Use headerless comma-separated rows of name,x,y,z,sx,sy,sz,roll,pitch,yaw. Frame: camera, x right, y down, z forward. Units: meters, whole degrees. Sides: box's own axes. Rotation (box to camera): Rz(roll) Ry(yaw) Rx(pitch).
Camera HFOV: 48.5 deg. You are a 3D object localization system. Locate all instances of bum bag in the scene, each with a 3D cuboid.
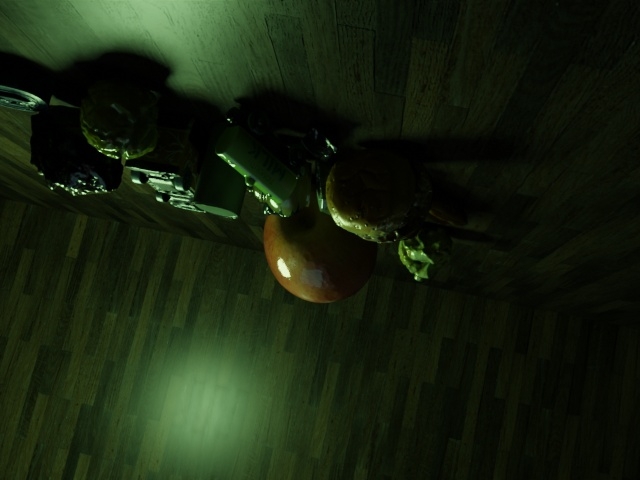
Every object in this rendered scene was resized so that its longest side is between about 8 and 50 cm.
bum bag,0.000,-0.235,1.710,0.087,0.049,0.198,35,171,-4

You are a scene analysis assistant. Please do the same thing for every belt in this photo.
belt,-0.756,-0.376,1.746,0.190,0.082,0.141,11,165,1

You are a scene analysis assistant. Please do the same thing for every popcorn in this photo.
popcorn,0.355,0.026,2.426,0.185,0.167,0.187,36,134,2
popcorn,-0.457,-0.277,1.656,0.198,0.198,0.212,7,176,27

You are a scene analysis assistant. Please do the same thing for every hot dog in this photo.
hot dog,0.323,-0.096,2.009,0.115,0.072,0.269,3,168,40

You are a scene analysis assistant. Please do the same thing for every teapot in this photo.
teapot,-0.115,-0.164,1.888,0.183,0.173,0.269,4,138,-3

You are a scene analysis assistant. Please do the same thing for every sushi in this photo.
sushi,-0.625,-0.233,1.827,0.211,0.171,0.350,-1,-154,-37

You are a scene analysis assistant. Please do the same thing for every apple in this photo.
apple,0.000,0.000,2.162,0.364,0.364,0.364,12,170,2

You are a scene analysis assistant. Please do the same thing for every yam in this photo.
yam,0.094,-0.126,1.896,0.254,0.154,0.154,15,170,-7

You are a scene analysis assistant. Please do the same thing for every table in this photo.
table,-0.242,-0.178,1.816,0.126,0.220,0.126,12,170,2

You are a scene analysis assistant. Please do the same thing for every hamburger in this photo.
hamburger,0.142,-0.110,1.719,0.244,0.244,0.163,4,164,39

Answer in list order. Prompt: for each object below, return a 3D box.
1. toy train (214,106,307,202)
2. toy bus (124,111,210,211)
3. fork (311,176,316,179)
toy train,-0.140,-0.196,1.680,0.105,0.157,0.253,1,150,46
toy bus,-0.376,-0.203,1.929,0.162,0.194,0.323,9,166,14
fork,-0.048,-0.191,2.124,0.115,0.012,0.016,16,167,6
